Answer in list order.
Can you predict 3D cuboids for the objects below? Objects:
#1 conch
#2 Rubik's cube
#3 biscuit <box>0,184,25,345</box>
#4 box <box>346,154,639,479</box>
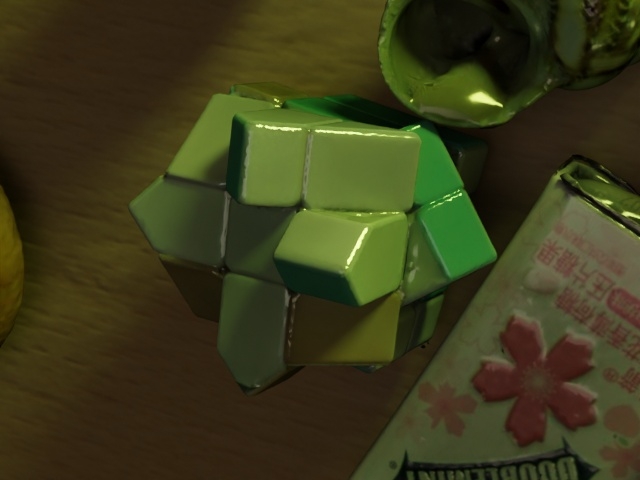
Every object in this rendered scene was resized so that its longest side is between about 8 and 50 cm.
[{"bbox_3d":[0.151,-0.162,0.881,0.181,0.124,0.187,27,107,10],"label":"conch"},{"bbox_3d":[0.000,0.000,0.926,0.265,0.213,0.224,21,107,24],"label":"Rubik's cube"},{"bbox_3d":[-0.383,-0.008,1.166,0.213,0.091,0.274,-38,84,29],"label":"biscuit"},{"bbox_3d":[0.172,0.128,0.949,0.190,0.112,0.369,35,114,11],"label":"box"}]
